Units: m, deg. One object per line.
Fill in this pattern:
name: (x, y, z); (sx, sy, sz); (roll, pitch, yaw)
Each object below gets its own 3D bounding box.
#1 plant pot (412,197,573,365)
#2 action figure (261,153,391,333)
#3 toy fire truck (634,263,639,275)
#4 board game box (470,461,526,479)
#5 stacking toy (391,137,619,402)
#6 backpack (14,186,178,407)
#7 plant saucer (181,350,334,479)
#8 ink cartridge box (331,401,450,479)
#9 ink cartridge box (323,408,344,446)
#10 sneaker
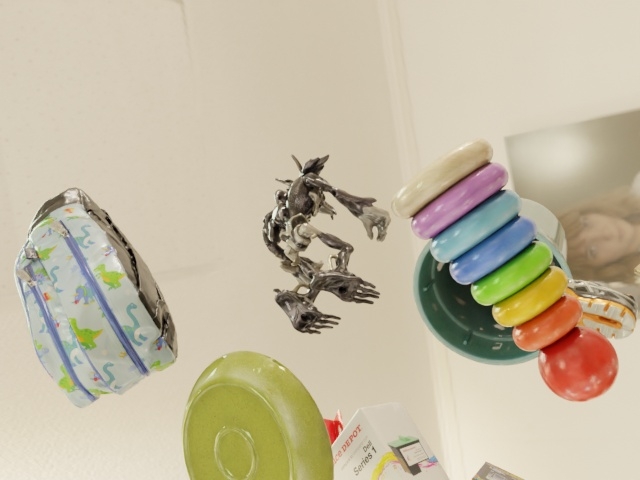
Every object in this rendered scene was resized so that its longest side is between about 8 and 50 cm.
plant pot: (0.423, 0.062, 1.664); (0.334, 0.341, 0.340); (-39, -64, -61)
action figure: (0.000, 0.000, 0.970); (0.141, 0.164, 0.275); (29, -148, -29)
toy fire truck: (0.691, 0.063, 1.214); (0.217, 0.246, 0.158); (-29, -31, -26)
board game box: (0.364, 0.481, 1.328); (0.141, 0.170, 0.048); (13, -82, -66)
stacking toy: (0.229, 0.046, 0.847); (0.330, 0.141, 0.141); (55, -151, 7)
backpack: (-0.376, 0.111, 1.214); (0.273, 0.356, 0.290); (-36, -48, -29)
plant saucer: (-0.091, 0.255, 0.863); (0.037, 0.241, 0.240); (-5, -93, -52)
ink cartridge box: (0.132, 0.475, 1.345); (0.117, 0.201, 0.278); (3, -140, -38)
ink cartridge box: (-0.013, 0.556, 1.868); (0.134, 0.078, 0.231); (-103, 32, -56)
sneaker: (0.430, 0.099, 1.217); (0.083, 0.215, 0.084); (-34, -43, -44)
